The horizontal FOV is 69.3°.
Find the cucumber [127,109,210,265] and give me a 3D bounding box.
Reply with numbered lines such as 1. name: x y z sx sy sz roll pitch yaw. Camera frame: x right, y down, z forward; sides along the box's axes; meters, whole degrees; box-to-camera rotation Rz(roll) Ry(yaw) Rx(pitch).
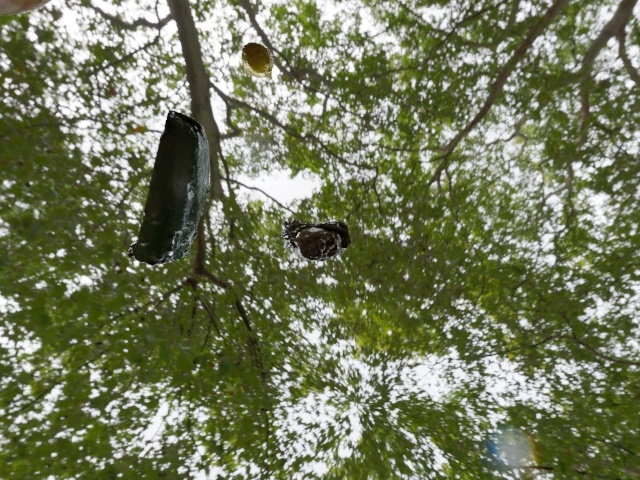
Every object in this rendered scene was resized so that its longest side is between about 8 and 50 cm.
1. cucumber: -0.303 -0.097 0.970 0.145 0.325 0.105 9 -154 -25

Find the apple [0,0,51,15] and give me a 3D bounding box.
1. apple: -0.370 -0.358 0.471 0.207 0.237 0.237 37 -104 -7

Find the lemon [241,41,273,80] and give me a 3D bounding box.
1. lemon: -0.128 -0.371 0.962 0.065 0.092 0.065 -21 -133 25

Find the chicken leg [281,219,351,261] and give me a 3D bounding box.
1. chicken leg: 0.006 0.001 0.927 0.125 0.196 0.080 5 -90 37
